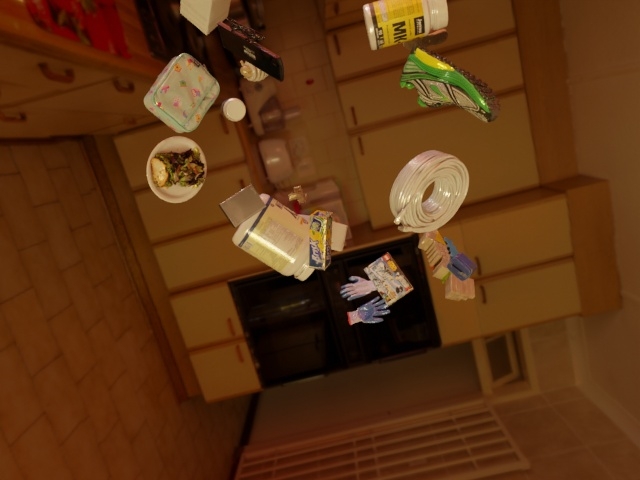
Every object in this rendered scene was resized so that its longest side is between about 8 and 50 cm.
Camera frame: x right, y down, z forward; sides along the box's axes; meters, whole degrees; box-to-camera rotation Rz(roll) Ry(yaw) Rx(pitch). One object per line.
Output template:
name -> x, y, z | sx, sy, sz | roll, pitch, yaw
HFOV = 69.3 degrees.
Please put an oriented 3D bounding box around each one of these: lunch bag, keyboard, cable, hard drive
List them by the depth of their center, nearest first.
keyboard -> -0.154, -0.450, 1.068 | 0.192, 0.038, 0.100 | 35, -20, 14
cable -> 0.332, -0.144, 1.410 | 0.089, 0.257, 0.257 | 41, -65, 47
hard drive -> -0.264, -0.118, 1.577 | 0.094, 0.135, 0.022 | 57, -23, -10
lunch bag -> 0.521, 0.097, 1.724 | 0.098, 0.065, 0.067 | 43, -47, 20
lunch bag -> -0.535, -0.580, 1.835 | 0.224, 0.107, 0.279 | 40, 69, -35

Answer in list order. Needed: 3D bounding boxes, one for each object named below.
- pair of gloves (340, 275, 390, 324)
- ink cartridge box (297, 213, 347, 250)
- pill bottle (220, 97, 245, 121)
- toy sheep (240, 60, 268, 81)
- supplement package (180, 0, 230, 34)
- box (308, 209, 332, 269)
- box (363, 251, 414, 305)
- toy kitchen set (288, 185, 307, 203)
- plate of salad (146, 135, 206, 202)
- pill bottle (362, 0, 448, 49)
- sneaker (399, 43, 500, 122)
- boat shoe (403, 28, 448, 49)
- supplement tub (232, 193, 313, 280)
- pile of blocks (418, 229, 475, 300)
pair of gloves -> 0.159, 0.213, 1.688 | 0.023, 0.159, 0.198 | 73, 1, -60
ink cartridge box -> -0.062, -0.046, 2.177 | 0.223, 0.307, 0.129 | 14, 88, -42
pill bottle -> -0.303, -0.455, 1.613 | 0.137, 0.078, 0.078 | -138, -150, -66
toy sheep -> -0.220, -0.591, 1.589 | 0.091, 0.132, 0.091 | 32, -42, 34
supplement package -> -0.322, -0.699, 1.311 | 0.105, 0.105, 0.179 | 40, -22, -7
box -> 0.000, 0.000, 1.382 | 0.059, 0.054, 0.169 | -44, 139, -61
box -> 0.207, 0.117, 1.413 | 0.137, 0.094, 0.027 | 58, 11, 24
toy kitchen set -> -0.109, -0.220, 2.179 | 0.075, 0.068, 0.083 | -80, 154, -61
plate of salad -> -0.419, -0.208, 1.381 | 0.048, 0.200, 0.200 | 18, -42, 40
pill bottle -> 0.226, -0.597, 1.242 | 0.119, 0.208, 0.119 | -12, 90, -80
sneaker -> 0.386, -0.446, 1.390 | 0.343, 0.134, 0.146 | 45, -56, 29
boat shoe -> 0.385, -0.760, 1.729 | 0.064, 0.177, 0.060 | 89, -17, -59
supplement tub -> -0.156, -0.008, 1.828 | 0.324, 0.235, 0.235 | 33, 14, -11
pile of blocks -> 0.529, 0.104, 1.962 | 0.113, 0.148, 0.362 | 117, -39, -53
